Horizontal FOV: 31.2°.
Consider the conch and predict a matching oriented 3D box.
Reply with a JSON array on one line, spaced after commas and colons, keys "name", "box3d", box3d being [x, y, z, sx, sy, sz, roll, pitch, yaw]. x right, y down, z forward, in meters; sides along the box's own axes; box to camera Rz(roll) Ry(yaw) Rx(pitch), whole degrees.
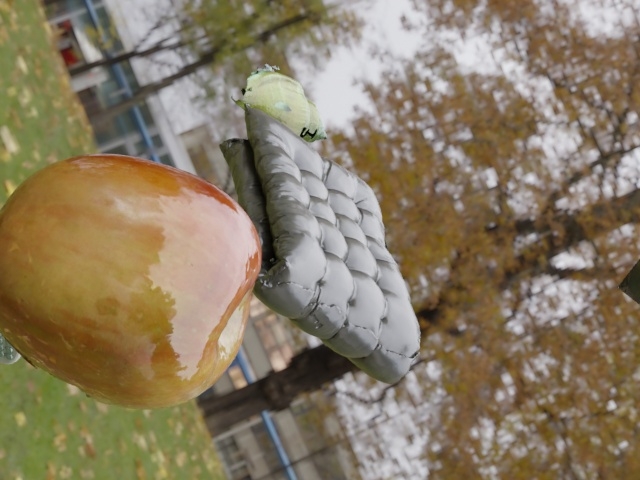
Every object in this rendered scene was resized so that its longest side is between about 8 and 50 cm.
[{"name": "conch", "box3d": [-0.056, -0.188, 1.661, 0.079, 0.095, 0.201, 8, -23, 31]}]

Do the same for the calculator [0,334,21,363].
[{"name": "calculator", "box3d": [-0.443, 0.101, 1.561, 0.095, 0.021, 0.153, 12, -62, 23]}]

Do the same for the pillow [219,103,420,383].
[{"name": "pillow", "box3d": [0.000, 0.000, 1.325, 0.228, 0.101, 0.326, 35, 22, -31]}]

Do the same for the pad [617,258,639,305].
[{"name": "pad", "box3d": [0.661, 0.088, 1.709, 0.367, 0.247, 0.007, 42, 10, 24]}]

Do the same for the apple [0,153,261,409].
[{"name": "apple", "box3d": [-0.140, 0.029, 0.800, 0.199, 0.199, 0.199, 157, -90, -79]}]
